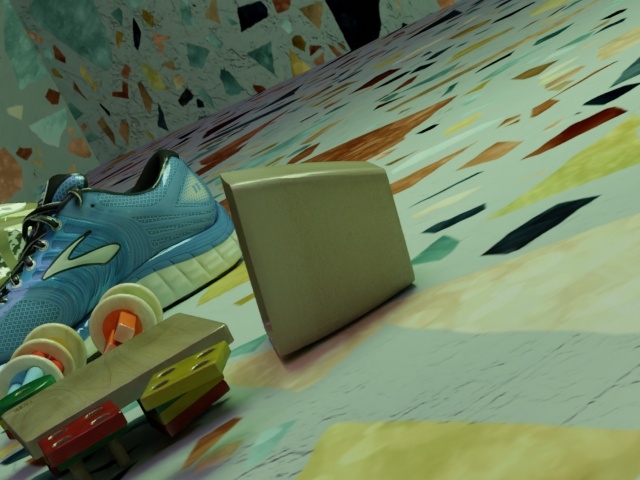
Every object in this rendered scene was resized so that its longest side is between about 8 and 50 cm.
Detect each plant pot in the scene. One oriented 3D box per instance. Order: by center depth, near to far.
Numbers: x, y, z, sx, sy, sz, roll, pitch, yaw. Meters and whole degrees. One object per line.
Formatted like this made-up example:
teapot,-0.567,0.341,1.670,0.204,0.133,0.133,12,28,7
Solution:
plant pot,0.000,0.000,1.002,0.096,0.109,0.109,-17,8,-5

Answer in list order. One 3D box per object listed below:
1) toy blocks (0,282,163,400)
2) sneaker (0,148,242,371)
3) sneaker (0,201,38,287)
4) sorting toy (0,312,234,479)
toy blocks,-0.180,0.087,1.187,0.123,0.054,0.148,-28,9,5
sneaker,-0.225,0.028,1.360,0.330,0.147,0.129,-35,11,-33
sneaker,-0.356,0.109,1.495,0.410,0.158,0.182,-30,40,-23
sorting toy,-0.115,0.098,0.954,0.132,0.046,0.274,-31,9,-15
